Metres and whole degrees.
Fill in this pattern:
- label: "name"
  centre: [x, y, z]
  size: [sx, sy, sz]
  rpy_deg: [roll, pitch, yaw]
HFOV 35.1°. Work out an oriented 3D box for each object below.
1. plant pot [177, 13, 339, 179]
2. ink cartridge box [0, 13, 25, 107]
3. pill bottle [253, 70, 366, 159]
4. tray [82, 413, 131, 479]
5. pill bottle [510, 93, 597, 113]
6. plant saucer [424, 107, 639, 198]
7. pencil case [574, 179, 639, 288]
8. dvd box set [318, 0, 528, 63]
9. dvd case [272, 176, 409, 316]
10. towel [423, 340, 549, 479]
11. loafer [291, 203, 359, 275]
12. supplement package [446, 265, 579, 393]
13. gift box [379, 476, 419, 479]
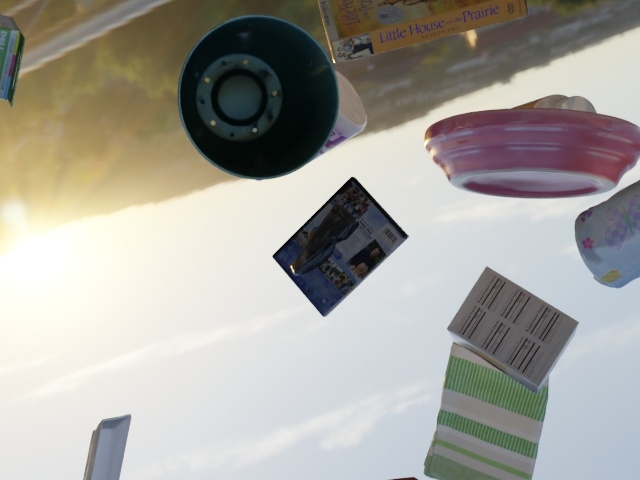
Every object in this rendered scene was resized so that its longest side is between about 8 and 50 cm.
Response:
- label: "plant pot"
  centre: [-0.134, -0.267, 1.904]
  size: [0.293, 0.292, 0.235]
  rpy_deg: [-21, -168, -10]
- label: "ink cartridge box"
  centre: [-0.499, -0.280, 1.536]
  size: [0.062, 0.108, 0.209]
  rpy_deg: [10, -164, -26]
- label: "pill bottle"
  centre: [-0.056, -0.262, 2.388]
  size: [0.302, 0.169, 0.169]
  rpy_deg: [-29, -177, 27]
- label: "tray"
  centre: [-0.428, 0.470, 1.947]
  size: [0.030, 0.270, 0.145]
  rpy_deg: [10, 177, 12]
- label: "pill bottle"
  centre: [0.503, -0.251, 2.256]
  size: [0.136, 0.136, 0.246]
  rpy_deg: [-23, -175, -21]
- label: "plant saucer"
  centre: [0.323, -0.123, 1.540]
  size: [0.332, 0.084, 0.332]
  rpy_deg: [4, 173, 1]
- label: "pencil case"
  centre: [0.472, -0.037, 1.332]
  size: [0.273, 0.124, 0.114]
  rpy_deg: [-30, 163, 36]
- label: "dvd box set"
  centre: [0.211, -0.522, 2.220]
  size: [0.421, 0.062, 0.307]
  rpy_deg: [-13, -146, 3]
- label: "dvd case"
  centre: [0.039, 0.013, 2.145]
  size: [0.253, 0.180, 0.022]
  rpy_deg: [-45, 164, 13]
- label: "towel"
  centre: [0.361, 0.393, 2.194]
  size: [0.248, 0.324, 0.038]
  rpy_deg: [15, -173, 32]
- label: "loafer"
  centre: [0.000, 0.000, 2.034]
  size: [0.170, 0.061, 0.062]
  rpy_deg: [-44, 157, 7]
- label: "supplement package"
  centre: [0.375, 0.179, 1.975]
  size: [0.149, 0.203, 0.194]
  rpy_deg: [-56, 163, -4]
- label: "gift box"
  centre: [0.078, 0.520, 1.498]
  size: [0.276, 0.258, 0.255]
  rpy_deg: [7, -163, -38]
